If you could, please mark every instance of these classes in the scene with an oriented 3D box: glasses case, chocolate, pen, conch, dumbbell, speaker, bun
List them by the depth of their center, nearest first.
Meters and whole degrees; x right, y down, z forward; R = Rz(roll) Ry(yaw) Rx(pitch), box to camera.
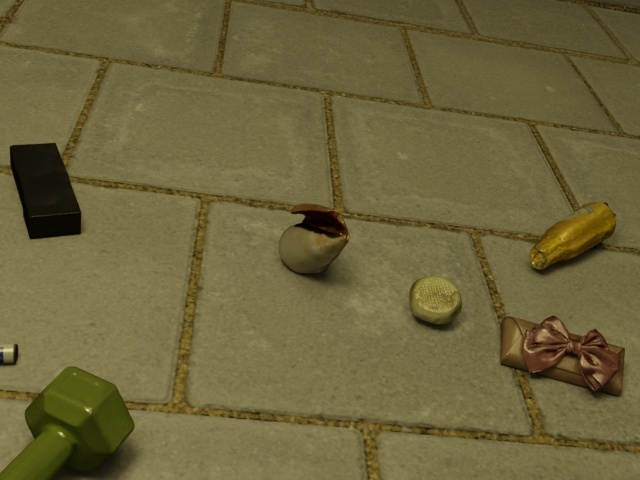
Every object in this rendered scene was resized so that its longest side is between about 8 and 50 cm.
[{"bbox_3d":[-0.317,0.258,0.834,0.121,0.108,0.302,22,36,13],"label":"dumbbell"},{"bbox_3d":[-0.488,0.144,1.011,0.204,0.025,0.025,0,37,-17],"label":"pen"},{"bbox_3d":[0.366,0.169,1.205,0.193,0.070,0.102,15,36,4],"label":"glasses case"},{"bbox_3d":[0.178,0.098,1.261,0.086,0.055,0.086,2,48,-3],"label":"bun"},{"bbox_3d":[-0.011,-0.005,1.268,0.094,0.176,0.104,22,75,-5],"label":"conch"},{"bbox_3d":[-0.455,-0.086,1.324,0.082,0.044,0.218,-8,40,-26],"label":"speaker"},{"bbox_3d":[0.456,-0.003,1.471,0.085,0.086,0.219,36,44,29],"label":"chocolate"}]
